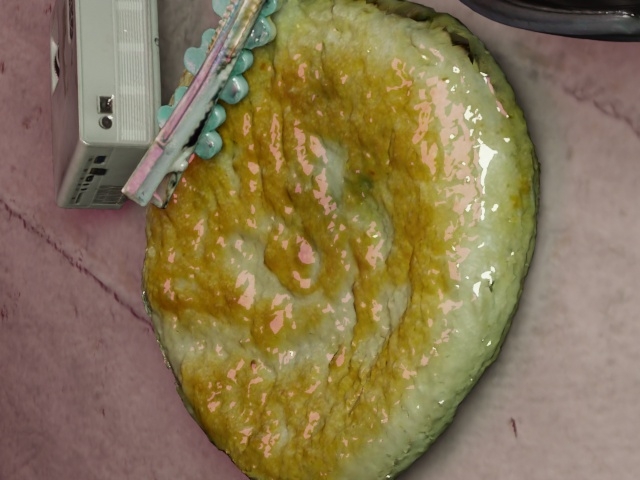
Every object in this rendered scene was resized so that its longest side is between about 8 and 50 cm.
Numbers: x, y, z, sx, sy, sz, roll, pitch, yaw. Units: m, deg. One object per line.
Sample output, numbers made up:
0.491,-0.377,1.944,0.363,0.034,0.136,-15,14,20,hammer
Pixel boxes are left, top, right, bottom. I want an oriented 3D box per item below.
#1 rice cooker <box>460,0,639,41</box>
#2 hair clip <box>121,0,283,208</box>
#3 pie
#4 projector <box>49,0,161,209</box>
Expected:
0.165,-0.199,0.746,0.267,0.224,0.267,-2,87,49,rice cooker
-0.066,-0.093,1.039,0.049,0.049,0.173,52,121,39,hair clip
0.000,0.000,1.047,0.323,0.070,0.323,-2,87,49,pie
-0.143,-0.107,1.200,0.115,0.061,0.147,131,139,-62,projector
